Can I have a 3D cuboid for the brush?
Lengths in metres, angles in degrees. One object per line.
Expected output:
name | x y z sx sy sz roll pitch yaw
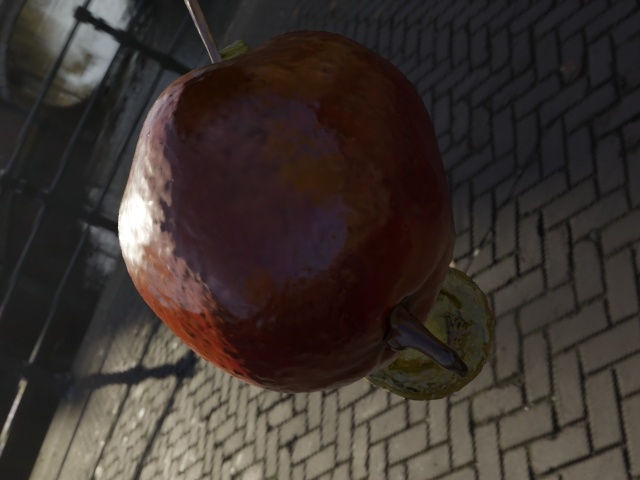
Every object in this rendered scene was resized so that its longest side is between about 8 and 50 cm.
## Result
brush | -0.110 -0.232 1.034 0.072 0.067 0.313 101 145 -77

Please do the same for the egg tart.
egg tart | 0.177 0.169 1.654 0.118 0.288 0.288 101 -175 -70

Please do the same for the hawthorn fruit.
hawthorn fruit | 0.000 0.000 0.491 0.225 0.196 0.196 46 109 34
